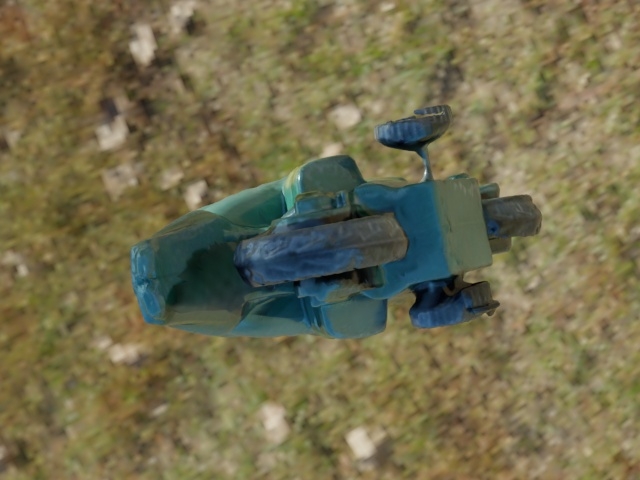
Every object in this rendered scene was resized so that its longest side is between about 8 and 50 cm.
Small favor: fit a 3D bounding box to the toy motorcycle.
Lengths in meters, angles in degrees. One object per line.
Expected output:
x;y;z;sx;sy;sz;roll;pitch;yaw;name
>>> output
-0.001;0.000;0.972;0.198;0.296;0.109;-11;89;18;toy motorcycle
